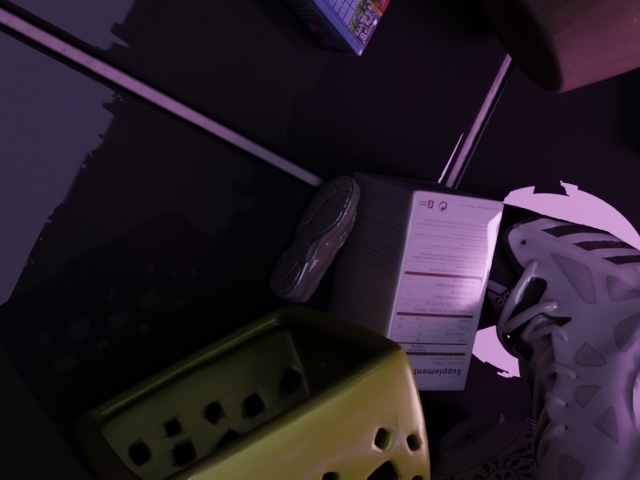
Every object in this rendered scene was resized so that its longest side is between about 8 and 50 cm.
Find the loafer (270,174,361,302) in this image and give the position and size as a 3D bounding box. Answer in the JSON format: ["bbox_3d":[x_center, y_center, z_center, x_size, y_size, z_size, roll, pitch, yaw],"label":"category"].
[{"bbox_3d":[0.000,0.000,0.883,0.039,0.045,0.125,29,94,-50],"label":"loafer"}]

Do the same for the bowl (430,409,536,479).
[{"bbox_3d":[0.170,0.226,0.990,0.170,0.170,0.080,-34,96,-19],"label":"bowl"}]

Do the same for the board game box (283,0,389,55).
[{"bbox_3d":[-0.006,-0.283,0.786,0.194,0.060,0.194,28,88,-34],"label":"board game box"}]

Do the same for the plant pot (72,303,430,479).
[{"bbox_3d":[-0.039,0.202,0.781,0.228,0.227,0.207,-27,106,-20],"label":"plant pot"}]

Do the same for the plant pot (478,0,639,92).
[{"bbox_3d":[0.268,-0.250,0.870,0.229,0.263,0.263,-34,119,0],"label":"plant pot"}]

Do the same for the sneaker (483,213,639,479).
[{"bbox_3d":[0.209,0.140,0.905,0.447,0.257,0.169,-41,159,-42],"label":"sneaker"}]

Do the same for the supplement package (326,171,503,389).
[{"bbox_3d":[0.081,0.037,0.899,0.105,0.105,0.179,5,101,-32],"label":"supplement package"}]
